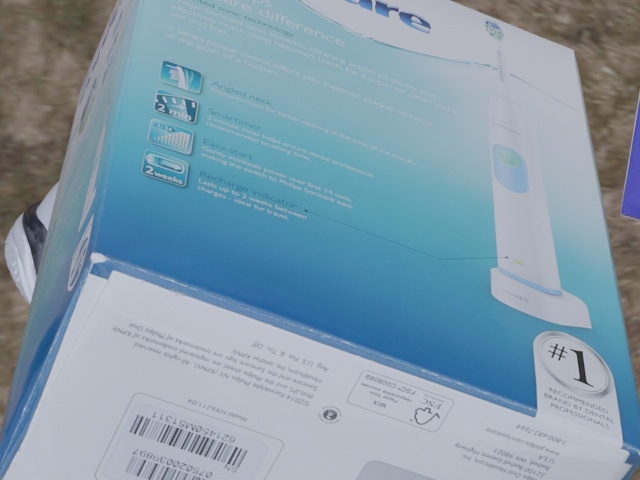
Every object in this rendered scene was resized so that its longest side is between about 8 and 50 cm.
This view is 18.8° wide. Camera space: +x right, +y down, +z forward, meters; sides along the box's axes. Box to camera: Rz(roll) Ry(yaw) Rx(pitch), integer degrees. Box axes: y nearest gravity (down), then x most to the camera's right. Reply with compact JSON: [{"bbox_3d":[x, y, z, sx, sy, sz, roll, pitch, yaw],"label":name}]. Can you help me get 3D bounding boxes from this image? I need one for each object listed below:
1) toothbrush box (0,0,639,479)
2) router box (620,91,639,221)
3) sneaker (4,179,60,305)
[{"bbox_3d":[0.000,0.000,0.810,0.216,0.295,0.126,19,124,-13],"label":"toothbrush box"},{"bbox_3d":[0.391,-0.183,1.635,0.082,0.301,0.335,19,109,38],"label":"router box"},{"bbox_3d":[-0.070,0.046,1.503,0.366,0.137,0.210,41,125,9],"label":"sneaker"}]
